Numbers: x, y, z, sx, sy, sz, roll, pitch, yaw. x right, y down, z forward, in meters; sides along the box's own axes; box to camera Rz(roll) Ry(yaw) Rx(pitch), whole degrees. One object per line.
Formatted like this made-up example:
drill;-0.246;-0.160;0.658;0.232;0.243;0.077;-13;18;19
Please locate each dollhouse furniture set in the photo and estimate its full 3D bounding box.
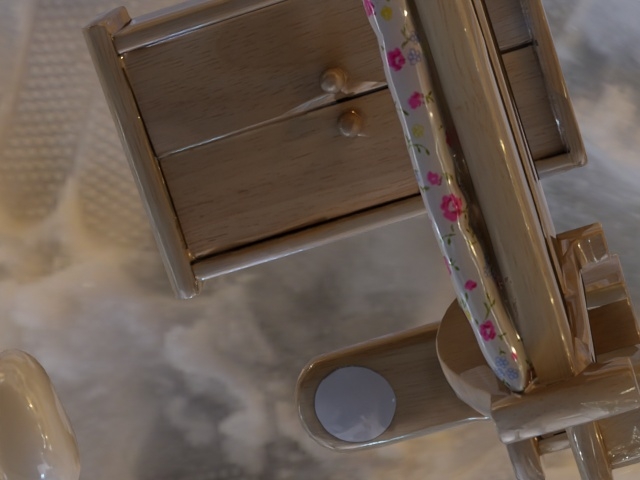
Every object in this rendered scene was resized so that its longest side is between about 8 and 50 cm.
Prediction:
dollhouse furniture set;0.000;0.000;0.604;0.173;0.355;0.303;-17;104;10

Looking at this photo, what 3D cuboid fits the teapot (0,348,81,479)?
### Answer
teapot;-0.143;0.066;0.399;0.187;0.252;0.256;-24;97;-7
